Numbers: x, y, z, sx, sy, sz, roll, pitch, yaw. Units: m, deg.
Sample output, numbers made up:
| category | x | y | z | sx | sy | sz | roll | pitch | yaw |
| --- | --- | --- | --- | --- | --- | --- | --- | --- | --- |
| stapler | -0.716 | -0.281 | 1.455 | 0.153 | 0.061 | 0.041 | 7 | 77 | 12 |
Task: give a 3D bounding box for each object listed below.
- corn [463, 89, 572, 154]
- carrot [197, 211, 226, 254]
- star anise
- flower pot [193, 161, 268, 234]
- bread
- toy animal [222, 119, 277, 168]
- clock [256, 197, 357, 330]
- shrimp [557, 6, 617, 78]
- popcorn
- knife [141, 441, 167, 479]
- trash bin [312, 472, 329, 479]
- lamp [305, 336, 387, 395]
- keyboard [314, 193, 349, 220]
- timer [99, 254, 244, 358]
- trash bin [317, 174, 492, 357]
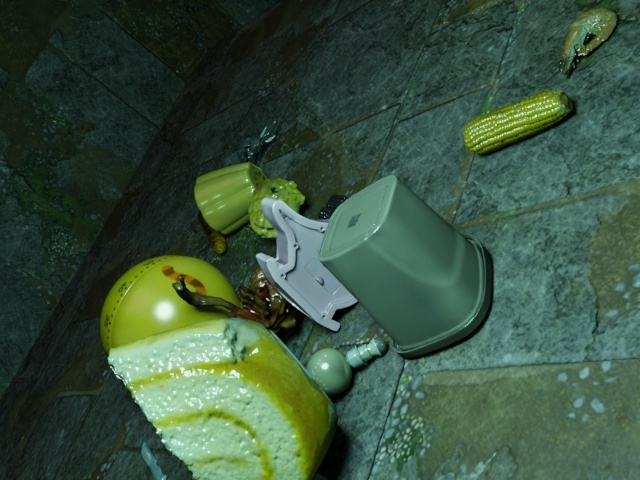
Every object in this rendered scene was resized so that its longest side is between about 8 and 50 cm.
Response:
| category | x | y | z | sx | sy | sz | roll | pitch | yaw |
| --- | --- | --- | --- | --- | --- | --- | --- | --- | --- |
| corn | 0.383 | -0.236 | 1.491 | 0.231 | 0.080 | 0.080 | -22 | 39 | 45 |
| carrot | -0.338 | -0.030 | 2.372 | 0.066 | 0.066 | 0.314 | -48 | 28 | 8 |
| star anise | -0.158 | 0.133 | 1.632 | 0.148 | 0.347 | 0.237 | 37 | 112 | 56 |
| flower pot | -0.249 | -0.137 | 2.255 | 0.179 | 0.195 | 0.195 | -24 | 36 | 21 |
| bread | -0.148 | 0.270 | 1.330 | 0.264 | 0.395 | 0.239 | -38 | 0 | 1 |
| toy animal | -0.236 | -0.279 | 2.498 | 0.269 | 0.082 | 0.137 | -41 | 30 | 22 |
| clock | 0.000 | 0.000 | 1.571 | 0.275 | 0.290 | 0.080 | -51 | 25 | -9 |
| shrimp | 0.532 | -0.397 | 1.516 | 0.099 | 0.041 | 0.180 | 18 | 70 | 46 |
| popcorn | -0.115 | -0.086 | 2.006 | 0.173 | 0.142 | 0.173 | -40 | 29 | 28 |
| knife | -0.406 | 0.541 | 1.830 | 0.028 | 0.015 | 0.210 | -62 | 27 | -5 |
| trash bin | -0.016 | 0.475 | 1.258 | 0.130 | 0.059 | 0.116 | -50 | 29 | 1 |
| lamp | 0.053 | 0.232 | 1.437 | 0.163 | 0.091 | 0.091 | -28 | 32 | 10 |
| keyboard | -0.008 | -0.021 | 1.895 | 0.231 | 0.023 | 0.072 | -58 | 30 | -12 |
| timer | -0.322 | 0.217 | 1.783 | 0.387 | 0.376 | 0.376 | 19 | 71 | 36 |
| trash bin | 0.143 | 0.039 | 1.339 | 0.220 | 0.250 | 0.219 | -31 | 27 | 36 |
